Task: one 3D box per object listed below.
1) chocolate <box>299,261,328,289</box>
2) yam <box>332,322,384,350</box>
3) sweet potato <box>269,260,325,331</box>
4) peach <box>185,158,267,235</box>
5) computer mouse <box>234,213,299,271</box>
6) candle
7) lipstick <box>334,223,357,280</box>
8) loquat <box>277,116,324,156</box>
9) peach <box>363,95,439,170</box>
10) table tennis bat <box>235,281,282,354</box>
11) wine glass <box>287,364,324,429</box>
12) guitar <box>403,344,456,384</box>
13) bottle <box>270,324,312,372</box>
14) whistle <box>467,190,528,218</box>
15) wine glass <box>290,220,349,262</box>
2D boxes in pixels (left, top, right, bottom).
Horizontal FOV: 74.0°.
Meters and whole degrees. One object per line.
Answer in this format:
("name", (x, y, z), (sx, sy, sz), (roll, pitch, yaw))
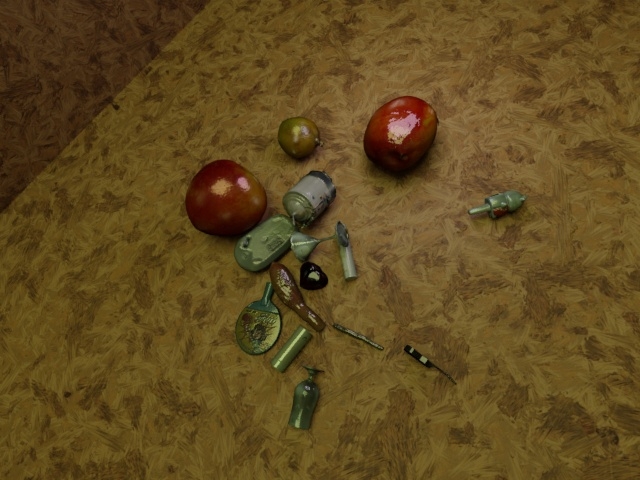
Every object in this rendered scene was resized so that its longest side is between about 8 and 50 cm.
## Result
("chocolate", (-0.050, 0.156, 1.901), (0.125, 0.080, 0.148), (-36, 65, -3))
("yam", (0.158, 0.399, 1.775), (0.234, 0.029, 0.027), (22, 101, 20))
("sweet potato", (-0.122, 0.249, 1.870), (0.109, 0.109, 0.385), (-35, 70, -2))
("peach", (-0.454, -0.191, 2.009), (0.388, 0.388, 0.388), (-5, 66, 12))
("computer mouse", (-0.254, 0.013, 2.009), (0.331, 0.095, 0.197), (-37, 74, -13))
("candle", (-0.072, -0.172, 1.934), (0.187, 0.187, 0.330), (22, 46, 22))
("lipstick", (0.114, 0.053, 1.916), (0.059, 0.059, 0.264), (-14, 65, 8))
("loquat", (-0.091, -0.519, 2.141), (0.246, 0.213, 0.213), (20, 74, 20))
("peach", (0.364, -0.483, 1.954), (0.373, 0.290, 0.372), (-8, 57, 12))
("table tennis bat", (-0.265, 0.345, 1.898), (0.215, 0.044, 0.329), (9, 71, 19))
("wine glass", (-0.059, 0.622, 1.689), (0.103, 0.103, 0.231), (11, 73, 18))
("guitar", (0.425, 0.483, 1.648), (0.233, 0.088, 0.025), (36, 79, 15))
("bottle", (-0.123, 0.456, 1.794), (0.072, 0.072, 0.201), (35, 79, 25))
("whistle", (0.760, -0.152, 1.816), (0.253, 0.101, 0.105), (-15, 67, 5))
("wine glass", (0.000, 0.000, 1.887), (0.232, 0.156, 0.156), (-16, 63, 25))
